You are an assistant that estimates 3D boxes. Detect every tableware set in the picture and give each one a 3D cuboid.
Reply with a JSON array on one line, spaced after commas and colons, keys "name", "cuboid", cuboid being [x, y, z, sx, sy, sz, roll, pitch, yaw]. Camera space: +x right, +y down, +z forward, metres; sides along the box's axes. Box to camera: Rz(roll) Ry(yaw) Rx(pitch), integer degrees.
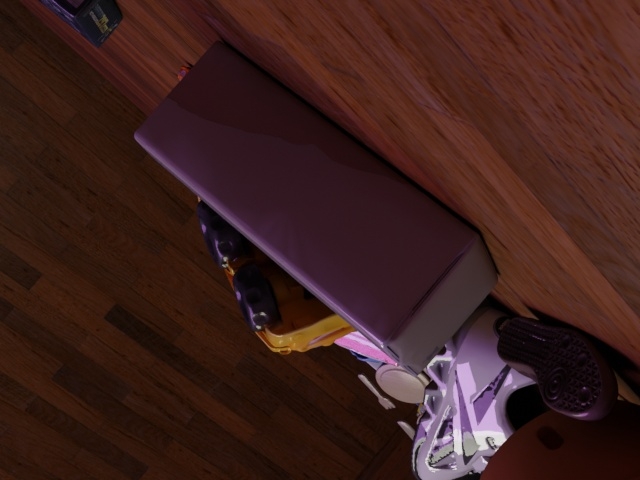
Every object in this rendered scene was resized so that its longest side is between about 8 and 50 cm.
[{"name": "tableware set", "cuboid": [0.157, 0.232, 1.580, 0.128, 0.039, 0.194, -17, 123, 41]}]

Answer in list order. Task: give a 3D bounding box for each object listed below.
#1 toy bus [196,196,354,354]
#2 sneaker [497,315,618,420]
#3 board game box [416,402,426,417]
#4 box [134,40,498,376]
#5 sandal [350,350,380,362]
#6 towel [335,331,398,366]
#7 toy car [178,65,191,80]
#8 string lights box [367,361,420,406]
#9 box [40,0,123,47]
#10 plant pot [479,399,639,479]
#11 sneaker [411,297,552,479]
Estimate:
[{"name": "toy bus", "cuboid": [-0.033, 0.045, 1.152, 0.211, 0.149, 0.220, 92, 154, -52]}, {"name": "sneaker", "cuboid": [0.223, 0.112, 0.946, 0.071, 0.066, 0.188, 24, -173, -17]}, {"name": "board game box", "cuboid": [0.242, 0.253, 1.623, 0.194, 0.060, 0.194, 49, 138, 37]}, {"name": "box", "cuboid": [-0.003, -0.028, 0.970, 0.311, 0.121, 0.148, 39, 176, 22]}, {"name": "sandal", "cuboid": [0.021, 0.061, 1.533, 0.317, 0.126, 0.138, 34, -141, 1]}, {"name": "towel", "cuboid": [0.049, 0.069, 1.411, 0.144, 0.029, 0.197, 19, 132, 23]}, {"name": "toy car", "cuboid": [-0.132, -0.165, 1.307, 0.122, 0.040, 0.060, 38, 176, 37]}, {"name": "string lights box", "cuboid": [0.206, 0.222, 1.786, 0.260, 0.133, 0.077, 39, -178, 28]}, {"name": "box", "cuboid": [-0.355, -0.342, 1.316, 0.233, 0.059, 0.183, 40, 176, -2]}, {"name": "plant pot", "cuboid": [0.258, 0.276, 0.941, 0.291, 0.291, 0.203, 42, -168, -31]}, {"name": "sneaker", "cuboid": [0.191, 0.212, 1.211, 0.146, 0.122, 0.330, 30, 145, 27]}]
